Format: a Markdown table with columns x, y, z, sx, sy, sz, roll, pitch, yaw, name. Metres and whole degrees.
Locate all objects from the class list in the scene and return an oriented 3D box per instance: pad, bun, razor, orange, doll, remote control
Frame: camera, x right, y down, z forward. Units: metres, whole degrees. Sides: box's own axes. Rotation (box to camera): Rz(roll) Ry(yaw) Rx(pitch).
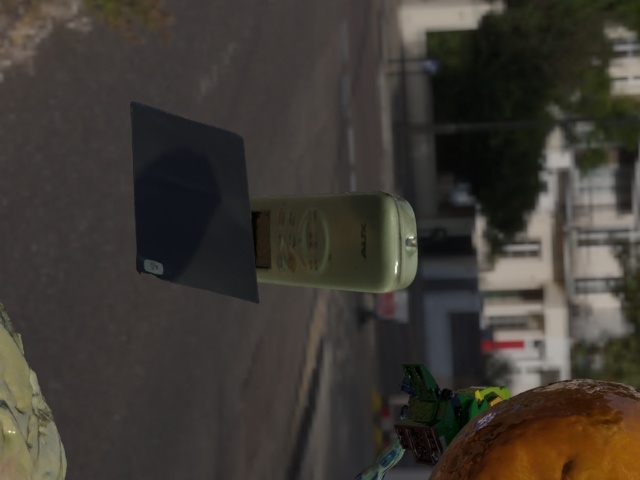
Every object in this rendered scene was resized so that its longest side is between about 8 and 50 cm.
| x | y | z | sx | sy | sz | roll | pitch | yaw | name |
| --- | --- | --- | --- | --- | --- | --- | --- | --- | --- |
| -0.110 | -0.036 | 1.194 | 0.004 | 0.116 | 0.193 | -47 | -142 | 39 | pad |
| -0.392 | 0.170 | 1.429 | 0.361 | 0.213 | 0.361 | 44 | -33 | 38 | bun |
| 0.106 | 0.316 | 2.074 | 0.056 | 0.093 | 0.324 | -58 | 178 | -38 | razor |
| 0.210 | 0.241 | 1.123 | 0.261 | 0.261 | 0.261 | -2 | 90 | -83 | orange |
| 0.188 | 0.240 | 1.881 | 0.186 | 0.106 | 0.134 | 9 | 79 | -37 | doll |
| -0.001 | -0.001 | 1.264 | 0.309 | 0.038 | 0.090 | 4 | -84 | 62 | remote control |
